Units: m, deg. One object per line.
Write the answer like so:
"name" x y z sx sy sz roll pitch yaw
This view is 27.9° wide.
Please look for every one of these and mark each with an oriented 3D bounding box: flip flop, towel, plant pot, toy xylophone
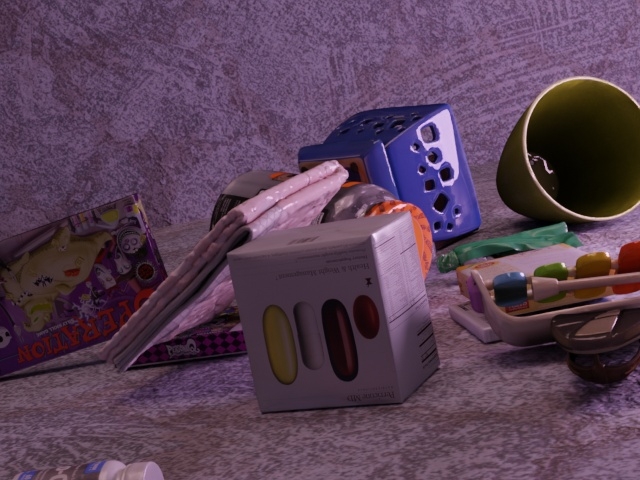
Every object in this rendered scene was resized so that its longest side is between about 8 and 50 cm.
"flip flop" 0.313 0.119 1.430 0.112 0.080 0.277 -6 -7 8
"towel" -0.128 0.035 1.812 0.332 0.053 0.317 -45 -6 28
"plant pot" 0.458 -0.145 2.505 0.274 0.275 0.293 -14 -6 -18
"toy xylophone" 0.340 0.051 1.552 0.322 0.081 0.236 -8 -20 -2
"plant pot" 0.108 -0.095 2.252 0.212 0.236 0.236 -27 17 -40

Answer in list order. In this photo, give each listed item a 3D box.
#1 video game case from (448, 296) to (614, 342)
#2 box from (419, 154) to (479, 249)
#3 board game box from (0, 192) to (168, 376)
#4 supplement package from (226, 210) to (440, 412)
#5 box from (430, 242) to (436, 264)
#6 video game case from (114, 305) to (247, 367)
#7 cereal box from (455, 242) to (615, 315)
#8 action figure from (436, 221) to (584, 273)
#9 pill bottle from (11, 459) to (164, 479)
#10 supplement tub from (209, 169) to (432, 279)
"video game case" 0.288 0.096 1.786 0.183 0.023 0.201 -12 7 -6
"box" 0.186 -0.072 2.568 0.168 0.167 0.203 -5 10 36
"board game box" -0.418 0.077 2.055 0.347 0.208 0.056 -19 7 6
"supplement package" 0.018 0.087 1.575 0.194 0.203 0.149 -8 9 25
"box" 0.097 0.041 2.304 0.183 0.056 0.231 -9 9 17
"video game case" -0.178 0.144 2.018 0.232 0.042 0.210 -9 7 19
"cereal box" 0.297 0.055 1.802 0.173 0.047 0.240 -12 8 -3
"action figure" 0.305 0.021 2.131 0.232 0.063 0.137 -8 10 -4
"pill bottle" -0.219 0.249 1.216 0.137 0.078 0.078 -10 8 12
"supplement tub" 0.000 0.000 2.091 0.338 0.207 0.207 11 20 40
